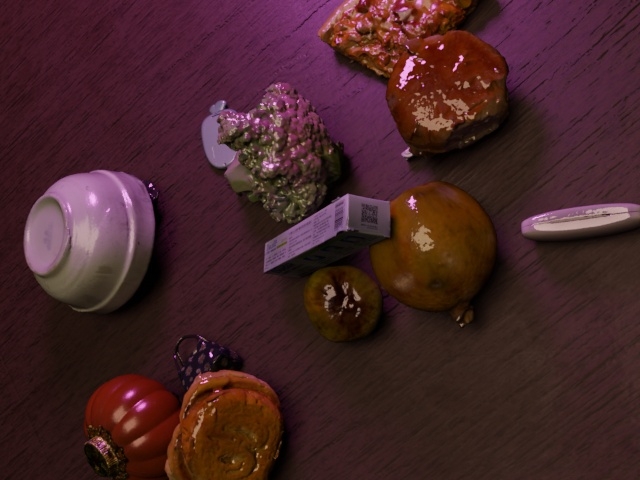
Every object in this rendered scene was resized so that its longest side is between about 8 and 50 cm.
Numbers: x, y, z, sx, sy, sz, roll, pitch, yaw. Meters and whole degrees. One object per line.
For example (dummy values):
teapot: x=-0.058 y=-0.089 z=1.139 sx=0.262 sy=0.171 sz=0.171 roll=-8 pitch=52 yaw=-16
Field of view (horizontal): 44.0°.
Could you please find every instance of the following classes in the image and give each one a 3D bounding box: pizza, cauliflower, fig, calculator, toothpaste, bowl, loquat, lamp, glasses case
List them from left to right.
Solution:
bowl: x=-0.494 y=-0.004 z=1.628 sx=0.307 sy=0.163 sz=0.307 roll=-8 pitch=78 yaw=40
lamp: x=-0.342 y=0.357 z=1.481 sx=0.223 sy=0.196 sz=0.223 roll=20 pitch=124 yaw=32
calculator: x=-0.206 y=-0.221 z=1.650 sx=0.095 sy=0.021 sz=0.153 roll=-17 pitch=74 yaw=21
cauliflower: x=-0.096 y=-0.147 z=1.502 sx=0.315 sy=0.239 sz=0.257 roll=-24 pitch=94 yaw=37
toothpaste: x=0.000 y=0.000 z=1.357 sx=0.336 sy=0.081 sz=0.067 roll=-27 pitch=57 yaw=61
fig: x=0.037 y=0.109 z=1.399 sx=0.153 sy=0.120 sz=0.136 roll=39 pitch=91 yaw=28
pizza: x=0.152 y=-0.403 z=1.489 sx=0.335 sy=0.086 sz=0.226 roll=-11 pitch=72 yaw=22
loquat: x=0.193 y=0.028 z=1.306 sx=0.213 sy=0.213 sz=0.246 roll=-27 pitch=84 yaw=18
glasses case: x=0.422 y=-0.028 z=1.274 sx=0.193 sy=0.074 sz=0.049 roll=-9 pitch=77 yaw=24

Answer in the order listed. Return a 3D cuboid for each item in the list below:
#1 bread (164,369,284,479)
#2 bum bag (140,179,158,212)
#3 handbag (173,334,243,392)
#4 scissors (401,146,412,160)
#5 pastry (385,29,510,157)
bread: x=-0.164 y=0.352 z=1.403 sx=0.120 sy=0.198 sz=0.236 roll=9 pitch=82 yaw=62
bum bag: x=-0.396 y=-0.036 z=1.681 sx=0.087 sy=0.049 sz=0.198 roll=19 pitch=91 yaw=35
handbag: x=-0.237 y=0.235 z=1.531 sx=0.139 sy=0.072 sz=0.115 roll=35 pitch=96 yaw=32
scissors: x=0.231 y=-0.216 z=1.437 sx=0.204 sy=0.027 sz=0.101 roll=-37 pitch=64 yaw=12
pastry: x=0.218 y=-0.251 z=1.380 sx=0.218 sy=0.100 sz=0.229 roll=28 pitch=82 yaw=21
